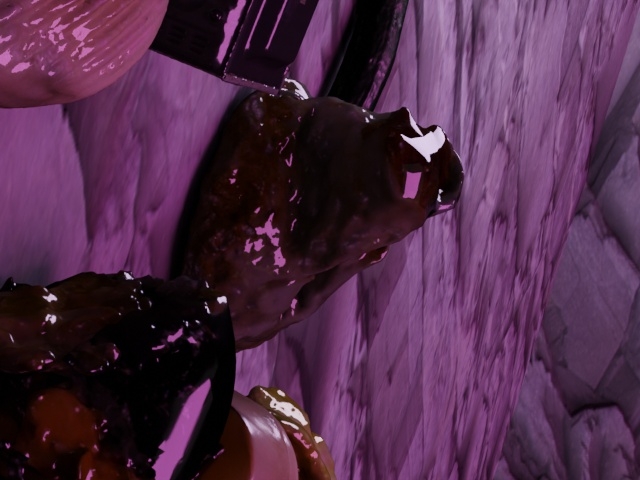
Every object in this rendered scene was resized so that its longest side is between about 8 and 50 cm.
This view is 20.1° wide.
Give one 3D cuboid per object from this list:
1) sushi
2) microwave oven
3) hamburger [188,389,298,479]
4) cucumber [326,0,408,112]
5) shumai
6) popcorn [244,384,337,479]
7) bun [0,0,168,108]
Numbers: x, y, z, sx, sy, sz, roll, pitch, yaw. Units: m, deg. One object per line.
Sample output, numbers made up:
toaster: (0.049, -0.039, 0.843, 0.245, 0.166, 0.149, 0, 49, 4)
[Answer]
sushi: (-0.173, 0.131, 1.296, 0.200, 0.213, 0.204, -15, 111, -43)
microwave oven: (-0.072, -0.223, 1.247, 0.205, 0.163, 0.129, -69, 161, 6)
hamburger: (-0.123, 0.185, 1.451, 0.173, 0.210, 0.116, -53, 148, -17)
cucumber: (0.034, -0.154, 1.816, 0.056, 0.056, 0.284, 48, 62, -70)
shumai: (0.000, 0.000, 1.638, 0.222, 0.204, 0.271, -40, 149, -57)
popcorn: (-0.072, 0.256, 1.622, 0.259, 0.212, 0.259, -38, -163, 14)
bun: (-0.186, -0.179, 1.022, 0.210, 0.116, 0.237, -56, 134, -28)
